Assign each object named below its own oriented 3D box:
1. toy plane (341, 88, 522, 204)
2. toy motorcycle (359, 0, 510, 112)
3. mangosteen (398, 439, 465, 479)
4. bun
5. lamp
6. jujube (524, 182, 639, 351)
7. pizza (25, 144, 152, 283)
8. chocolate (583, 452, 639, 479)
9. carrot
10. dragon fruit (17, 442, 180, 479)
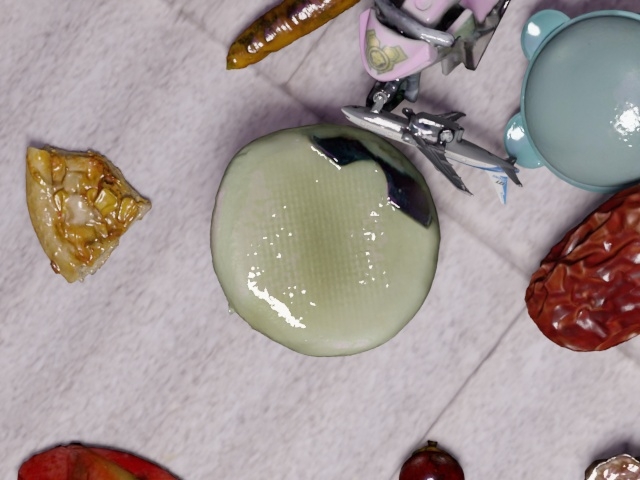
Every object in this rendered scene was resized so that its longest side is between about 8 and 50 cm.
[{"bbox_3d":[0.133,-0.115,1.419,0.226,0.226,0.058,28,117,-10],"label":"toy plane"},{"bbox_3d":[0.146,-0.288,1.433,0.143,0.188,0.327,36,96,14],"label":"toy motorcycle"},{"bbox_3d":[0.133,0.290,1.496,0.081,0.081,0.081,0,90,9],"label":"mangosteen"},{"bbox_3d":[0.000,0.000,1.473,0.283,0.179,0.283,0,89,-11],"label":"bun"},{"bbox_3d":[0.360,-0.154,1.417,0.284,0.147,0.209,11,106,8],"label":"lamp"},{"bbox_3d":[0.342,0.039,1.405,0.155,0.155,0.230,49,121,6],"label":"jujube"},{"bbox_3d":[-0.294,-0.038,1.570,0.161,0.062,0.182,-5,88,4],"label":"pizza"},{"bbox_3d":[0.386,0.347,1.444,0.148,0.093,0.214,-5,90,8],"label":"chocolate"},{"bbox_3d":[0.007,-0.305,1.519,0.314,0.066,0.066,-34,85,8],"label":"carrot"},{"bbox_3d":[-0.240,0.415,1.546,0.282,0.100,0.343,-15,89,4],"label":"dragon fruit"}]
